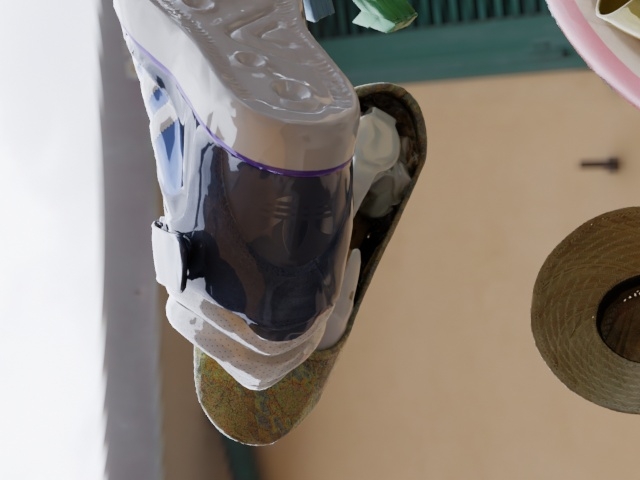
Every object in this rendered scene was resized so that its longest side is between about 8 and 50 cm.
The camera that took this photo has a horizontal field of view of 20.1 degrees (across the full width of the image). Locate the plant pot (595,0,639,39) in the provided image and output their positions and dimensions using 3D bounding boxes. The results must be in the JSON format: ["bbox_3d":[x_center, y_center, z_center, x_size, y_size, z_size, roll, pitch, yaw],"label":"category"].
[{"bbox_3d":[0.316,-0.214,1.545,0.095,0.134,0.134,39,-116,-12],"label":"plant pot"}]

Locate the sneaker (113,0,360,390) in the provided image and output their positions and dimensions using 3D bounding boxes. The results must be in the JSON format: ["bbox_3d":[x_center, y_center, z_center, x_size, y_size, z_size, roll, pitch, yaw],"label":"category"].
[{"bbox_3d":[-0.072,-0.048,1.193,0.130,0.323,0.236,-2,-57,-21],"label":"sneaker"}]

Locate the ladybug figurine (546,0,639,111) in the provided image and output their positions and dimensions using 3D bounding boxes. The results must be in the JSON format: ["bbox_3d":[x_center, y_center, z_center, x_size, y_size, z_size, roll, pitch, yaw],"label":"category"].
[{"bbox_3d":[0.398,-0.234,1.918,0.449,0.162,0.305,37,-131,-8],"label":"ladybug figurine"}]

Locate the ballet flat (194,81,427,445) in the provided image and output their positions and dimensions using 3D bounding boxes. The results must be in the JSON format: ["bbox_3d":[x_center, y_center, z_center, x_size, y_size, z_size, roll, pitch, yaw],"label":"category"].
[{"bbox_3d":[0.000,0.000,1.388,0.123,0.123,0.348,54,-139,-28],"label":"ballet flat"}]

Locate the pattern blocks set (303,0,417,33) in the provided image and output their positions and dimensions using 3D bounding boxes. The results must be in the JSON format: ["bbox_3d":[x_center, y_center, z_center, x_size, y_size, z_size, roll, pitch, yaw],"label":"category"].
[{"bbox_3d":[-0.024,-0.286,1.168,0.026,0.285,0.325,-27,-73,-21],"label":"pattern blocks set"}]

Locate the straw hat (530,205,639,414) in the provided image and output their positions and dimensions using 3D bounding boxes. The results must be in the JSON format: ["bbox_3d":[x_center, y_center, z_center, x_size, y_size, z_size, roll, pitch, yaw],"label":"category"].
[{"bbox_3d":[0.199,0.052,1.063,0.144,0.144,0.061,-65,-24,-20],"label":"straw hat"}]
